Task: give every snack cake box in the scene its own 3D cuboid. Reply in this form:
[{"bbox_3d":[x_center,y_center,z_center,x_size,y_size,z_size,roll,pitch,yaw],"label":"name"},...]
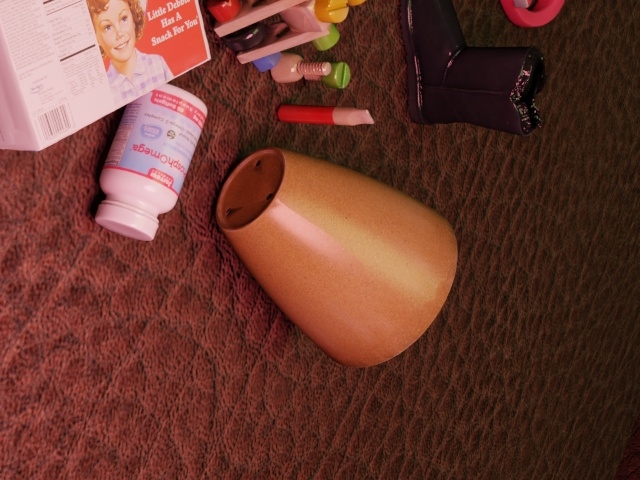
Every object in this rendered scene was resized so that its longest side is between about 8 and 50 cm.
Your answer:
[{"bbox_3d":[-0.237,-0.210,1.191,0.264,0.089,0.152,-38,124,-45],"label":"snack cake box"}]

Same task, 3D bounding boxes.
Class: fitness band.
[{"bbox_3d":[0.353,-0.500,1.991,0.209,0.054,0.290,-46,132,-43],"label":"fitness band"}]

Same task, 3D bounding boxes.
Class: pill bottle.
[{"bbox_3d":[-0.187,-0.085,1.286,0.087,0.087,0.160,34,69,-52],"label":"pill bottle"}]

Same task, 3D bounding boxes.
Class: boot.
[{"bbox_3d":[0.226,-0.277,1.719,0.094,0.207,0.246,-23,114,-50],"label":"boot"}]

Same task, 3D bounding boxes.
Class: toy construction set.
[{"bbox_3d":[0.026,-0.284,1.414,0.257,0.237,0.308,-40,127,-43],"label":"toy construction set"}]

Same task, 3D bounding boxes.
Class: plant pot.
[{"bbox_3d":[0.000,0.000,1.471,0.254,0.237,0.237,35,68,-36],"label":"plant pot"}]
